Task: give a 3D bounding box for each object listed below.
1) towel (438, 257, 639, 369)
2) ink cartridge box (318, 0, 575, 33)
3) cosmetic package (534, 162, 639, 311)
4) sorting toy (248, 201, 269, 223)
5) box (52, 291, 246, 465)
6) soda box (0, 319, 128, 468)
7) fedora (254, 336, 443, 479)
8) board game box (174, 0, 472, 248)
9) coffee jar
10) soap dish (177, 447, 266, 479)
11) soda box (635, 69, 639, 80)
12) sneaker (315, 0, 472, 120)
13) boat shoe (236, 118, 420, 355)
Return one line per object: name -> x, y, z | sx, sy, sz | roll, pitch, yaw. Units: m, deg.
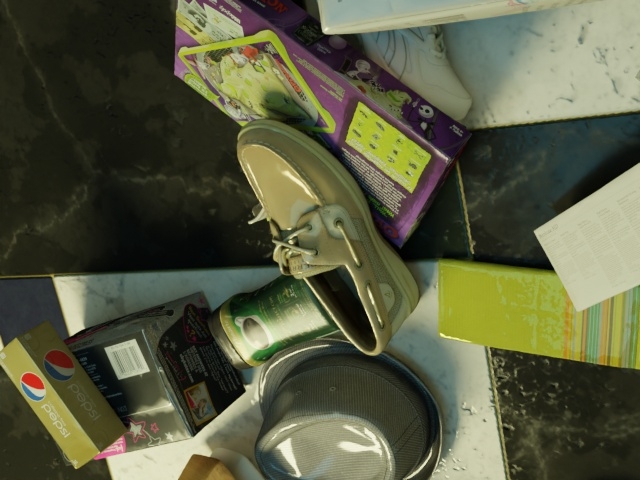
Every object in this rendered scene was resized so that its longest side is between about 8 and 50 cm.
towel -> 0.247, 0.078, 1.014 | 0.237, 0.021, 0.102 | 6, 107, 26
ink cartridge box -> 0.159, -0.257, 0.760 | 0.306, 0.226, 0.131 | -7, 100, 12
cosmetic package -> 0.303, -0.016, 0.845 | 0.099, 0.060, 0.239 | 62, 156, 9
sorting toy -> -0.057, -0.049, 1.082 | 0.045, 0.075, 0.083 | 39, 122, 9
box -> -0.258, 0.188, 1.239 | 0.247, 0.142, 0.163 | -19, 99, 31
soda box -> -0.333, 0.198, 1.160 | 0.058, 0.061, 0.181 | -37, 89, 31
fedora -> 0.014, 0.251, 1.136 | 0.275, 0.124, 0.244 | -5, 107, 28
board game box -> -0.014, -0.151, 0.979 | 0.347, 0.056, 0.208 | 38, 150, 8
coffee jar -> -0.053, 0.094, 1.134 | 0.184, 0.079, 0.096 | -26, 99, 31
soap dish -> -0.085, 0.418, 1.201 | 0.291, 0.118, 0.229 | 52, 161, -2
soda box -> 0.394, -0.240, 0.765 | 0.091, 0.098, 0.286 | 36, 122, 10
sneaker -> 0.089, -0.228, 0.932 | 0.115, 0.090, 0.232 | -41, 92, 25
boat shoe -> 0.000, 0.000, 1.009 | 0.109, 0.098, 0.302 | -11, 124, 46
